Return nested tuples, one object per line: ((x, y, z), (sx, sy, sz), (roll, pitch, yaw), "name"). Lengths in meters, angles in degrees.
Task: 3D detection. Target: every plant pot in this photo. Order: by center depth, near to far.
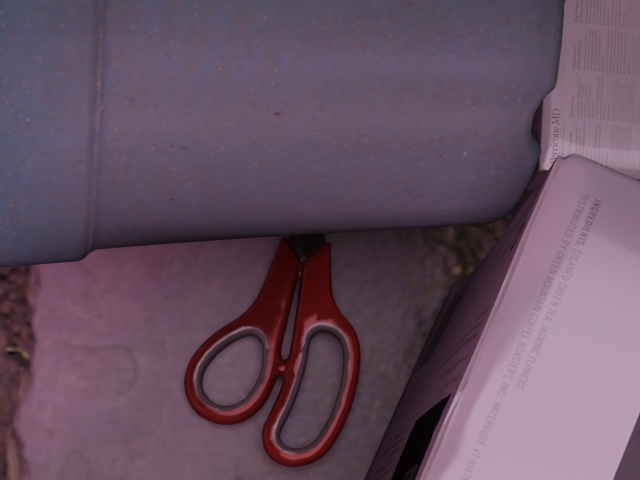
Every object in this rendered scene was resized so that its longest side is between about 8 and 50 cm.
((-0.051, -0.139, 0.966), (0.334, 0.341, 0.341), (1, 77, -10), "plant pot")

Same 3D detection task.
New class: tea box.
((0.204, 0.149, 0.910), (0.323, 0.329, 0.220), (25, 77, 0), "tea box")

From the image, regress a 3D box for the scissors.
((0.000, 0.000, 1.087), (0.109, 0.021, 0.297), (17, 74, 9), "scissors")

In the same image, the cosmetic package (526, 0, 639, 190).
((0.194, -0.149, 1.112), (0.099, 0.060, 0.239), (6, 77, -5), "cosmetic package")
